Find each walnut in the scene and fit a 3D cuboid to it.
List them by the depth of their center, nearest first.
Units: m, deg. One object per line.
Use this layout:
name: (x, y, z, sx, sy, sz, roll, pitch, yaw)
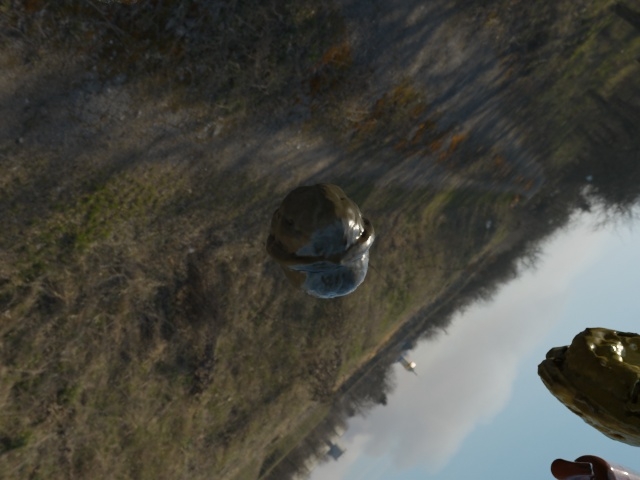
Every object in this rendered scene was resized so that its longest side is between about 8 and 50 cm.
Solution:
walnut: (0.000, 0.000, 0.957, 0.224, 0.224, 0.224, -41, 166, -13)

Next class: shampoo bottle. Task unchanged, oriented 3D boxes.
shampoo bottle: (0.464, 0.398, 0.831, 0.085, 0.244, 0.085, -41, -146, 36)

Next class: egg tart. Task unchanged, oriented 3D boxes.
egg tart: (0.439, 0.191, 0.684, 0.279, 0.278, 0.095, -17, 115, -62)

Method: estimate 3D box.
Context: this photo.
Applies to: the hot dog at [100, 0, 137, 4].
hot dog: (-0.166, -0.221, 0.409, 0.058, 0.035, 0.083, -6, 163, -23)
